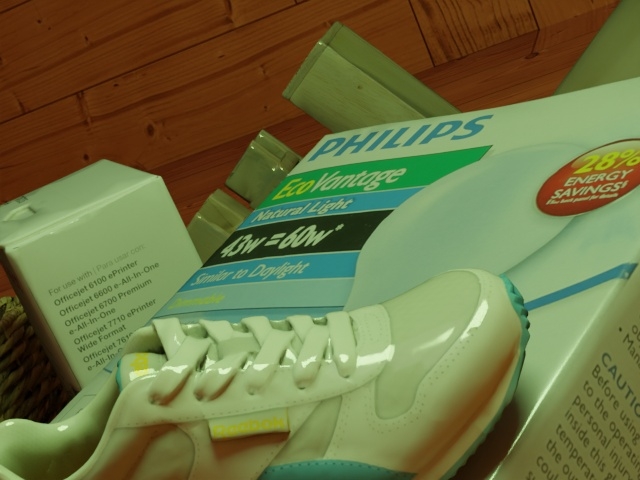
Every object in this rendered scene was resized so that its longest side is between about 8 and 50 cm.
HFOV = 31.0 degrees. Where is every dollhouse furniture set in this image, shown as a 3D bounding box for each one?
[{"bbox_3d":[0.000,0.000,1.281,0.394,0.256,0.362,-53,5,19],"label":"dollhouse furniture set"}]

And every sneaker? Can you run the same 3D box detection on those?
[{"bbox_3d":[-0.027,0.069,0.449,0.228,0.092,0.087,-30,22,7],"label":"sneaker"}]

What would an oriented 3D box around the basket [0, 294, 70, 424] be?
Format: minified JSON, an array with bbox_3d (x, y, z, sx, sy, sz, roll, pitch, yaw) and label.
[{"bbox_3d":[-0.356,0.209,1.061,0.223,0.213,0.299,-19,14,15],"label":"basket"}]

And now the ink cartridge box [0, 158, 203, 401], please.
[{"bbox_3d":[-0.146,0.099,0.946,0.129,0.307,0.223,-28,16,-16],"label":"ink cartridge box"}]

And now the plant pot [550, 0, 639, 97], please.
[{"bbox_3d":[0.360,-0.125,1.059,0.280,0.323,0.323,-39,15,2],"label":"plant pot"}]

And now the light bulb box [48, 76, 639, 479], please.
[{"bbox_3d":[0.076,0.102,0.662,0.358,0.225,0.361,-6,34,47],"label":"light bulb box"}]
